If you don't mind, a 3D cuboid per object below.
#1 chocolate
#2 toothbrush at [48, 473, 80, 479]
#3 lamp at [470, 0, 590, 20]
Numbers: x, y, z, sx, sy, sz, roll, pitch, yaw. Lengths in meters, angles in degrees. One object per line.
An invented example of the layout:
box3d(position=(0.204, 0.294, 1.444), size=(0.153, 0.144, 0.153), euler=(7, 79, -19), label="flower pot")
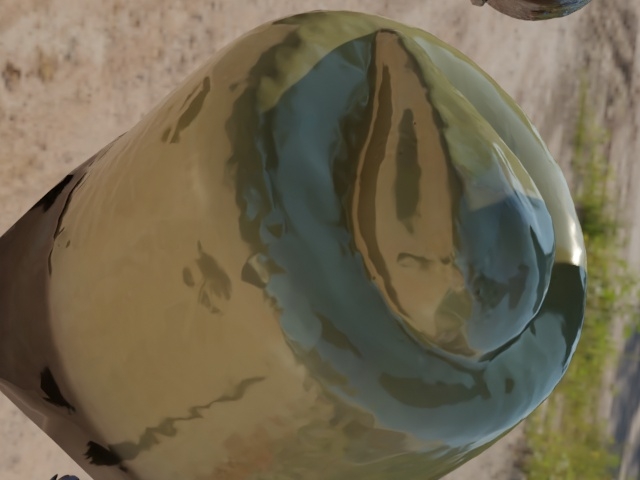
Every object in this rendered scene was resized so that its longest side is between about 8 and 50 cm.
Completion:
box3d(position=(0.000, 0.000, 0.764), size=(0.314, 0.326, 0.297), euler=(-42, 172, -44), label="chocolate")
box3d(position=(-0.200, 0.253, 0.669), size=(0.026, 0.024, 0.288), euler=(-41, -158, 51), label="toothbrush")
box3d(position=(0.233, -0.324, 1.326), size=(0.258, 0.180, 0.180), euler=(-20, 117, -83), label="lamp")
